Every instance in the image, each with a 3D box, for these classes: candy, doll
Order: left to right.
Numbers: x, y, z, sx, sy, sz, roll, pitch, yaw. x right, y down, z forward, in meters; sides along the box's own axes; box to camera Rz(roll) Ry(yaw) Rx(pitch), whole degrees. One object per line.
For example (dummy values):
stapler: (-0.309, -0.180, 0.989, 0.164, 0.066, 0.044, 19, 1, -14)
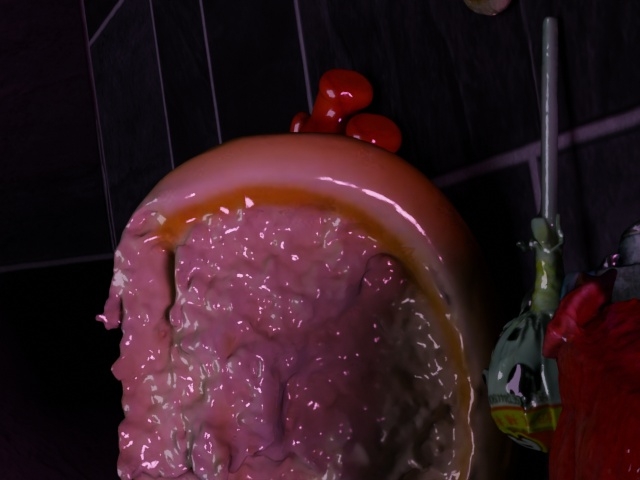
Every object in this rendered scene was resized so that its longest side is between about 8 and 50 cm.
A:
doll: (0.000, 0.000, 1.364, 0.200, 0.105, 0.336, -119, 37, -44)
candy: (0.157, -0.007, 0.957, 0.083, 0.091, 0.305, -3, 86, 43)

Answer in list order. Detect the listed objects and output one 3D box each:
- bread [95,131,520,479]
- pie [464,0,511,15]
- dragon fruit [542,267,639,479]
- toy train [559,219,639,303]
bread: (-0.023, 0.125, 1.113, 0.245, 0.329, 0.424, 179, 83, -70)
pie: (0.125, -0.210, 1.045, 0.084, 0.021, 0.084, 173, 90, -70)
dragon fruit: (0.211, 0.138, 0.535, 0.343, 0.100, 0.282, -3, 77, 40)
toy train: (0.192, 0.093, 0.737, 0.154, 0.107, 0.198, 42, -136, -56)
